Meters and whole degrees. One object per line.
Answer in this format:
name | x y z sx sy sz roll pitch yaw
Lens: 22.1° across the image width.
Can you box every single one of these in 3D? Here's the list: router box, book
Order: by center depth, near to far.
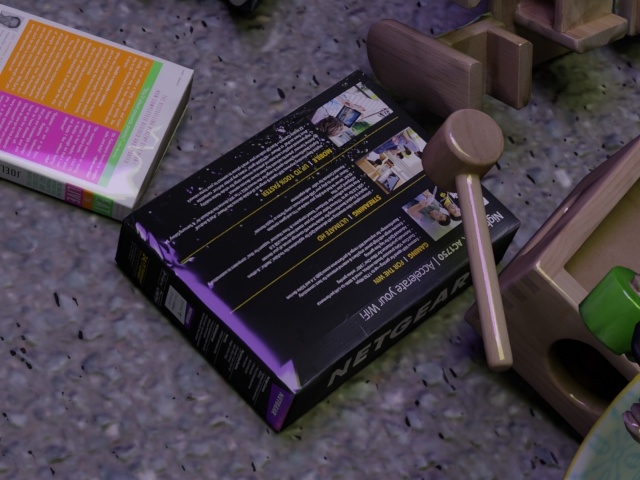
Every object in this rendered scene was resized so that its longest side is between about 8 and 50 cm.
router box | 0.000 0.000 0.883 0.179 0.046 0.133 -35 70 -30
book | -0.155 -0.075 0.907 0.144 0.035 0.096 21 57 2

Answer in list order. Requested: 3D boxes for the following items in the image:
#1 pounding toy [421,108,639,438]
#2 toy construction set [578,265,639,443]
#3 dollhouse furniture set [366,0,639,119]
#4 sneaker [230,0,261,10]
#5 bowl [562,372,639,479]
pounding toy | 0.125 0.023 0.851 0.206 0.094 0.181 45 60 0
toy construction set | 0.166 0.204 0.596 0.309 0.237 0.257 39 23 -5
dollhouse furniture set | 0.113 -0.220 0.962 0.212 0.242 0.161 -24 38 -30
sneaker | -0.013 -0.201 0.990 0.235 0.094 0.153 0 58 -14
bowl | 0.251 0.167 0.741 0.290 0.156 0.289 -2 83 15
